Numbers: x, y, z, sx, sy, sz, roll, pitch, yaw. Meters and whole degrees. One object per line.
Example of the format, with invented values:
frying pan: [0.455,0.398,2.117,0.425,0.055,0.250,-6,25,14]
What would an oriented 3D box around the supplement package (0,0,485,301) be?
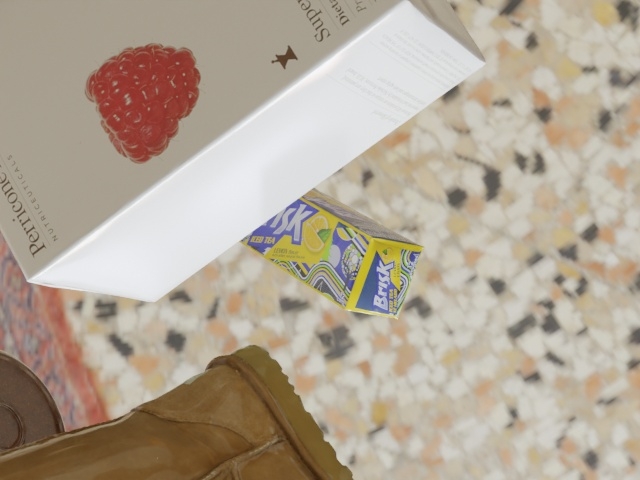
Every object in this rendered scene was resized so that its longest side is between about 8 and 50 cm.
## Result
supplement package: [-0.076,-0.114,1.082,0.293,0.175,0.177,-36,73,14]

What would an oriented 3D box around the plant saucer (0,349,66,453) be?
plant saucer: [-0.264,0.154,1.351,0.029,0.168,0.168,-30,118,33]

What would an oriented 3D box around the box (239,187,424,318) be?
box: [0.000,0.000,1.248,0.054,0.169,0.059,13,101,-38]

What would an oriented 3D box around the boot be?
boot: [-0.093,0.197,0.899,0.269,0.236,0.089,-25,157,-35]
